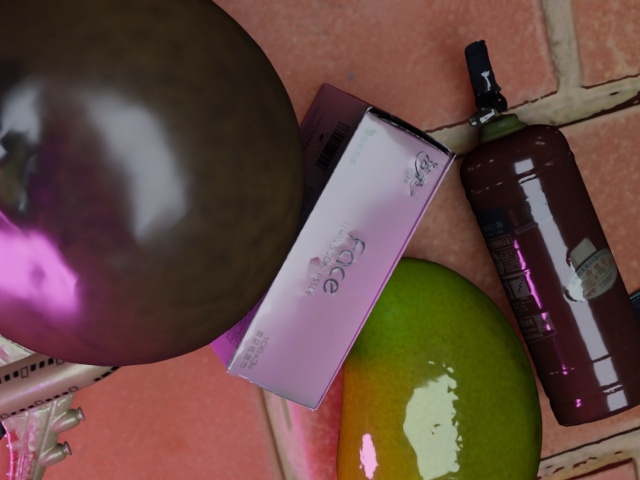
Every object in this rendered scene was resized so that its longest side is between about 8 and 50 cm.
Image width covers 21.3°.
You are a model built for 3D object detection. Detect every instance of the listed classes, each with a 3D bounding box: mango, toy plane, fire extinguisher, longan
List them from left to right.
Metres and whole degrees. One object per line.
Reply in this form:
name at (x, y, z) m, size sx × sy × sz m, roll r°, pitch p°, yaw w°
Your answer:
toy plane at (-0.261, 0.122, 1.419) m, size 0.244 × 0.092 × 0.229 m, roll -24°, pitch 105°, yaw -10°
longan at (-0.163, -0.060, 1.295) m, size 0.319 × 0.319 × 0.318 m, roll -3°, pitch 102°, yaw -14°
mango at (0.106, 0.152, 1.496) m, size 0.185 × 0.149 × 0.273 m, roll 1°, pitch 96°, yaw -13°
fire extinguisher at (0.193, -0.011, 1.476) m, size 0.102 × 0.138 × 0.344 m, roll -22°, pitch 94°, yaw 3°

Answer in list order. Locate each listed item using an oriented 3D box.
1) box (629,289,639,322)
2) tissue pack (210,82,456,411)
box at (0.302, 0.093, 1.582) m, size 0.099 × 0.054 × 0.074 m, roll -28°, pitch 105°, yaw -7°
tissue pack at (0.000, 0.000, 1.436) m, size 0.092 × 0.148 × 0.246 m, roll 26°, pitch 96°, yaw -19°
